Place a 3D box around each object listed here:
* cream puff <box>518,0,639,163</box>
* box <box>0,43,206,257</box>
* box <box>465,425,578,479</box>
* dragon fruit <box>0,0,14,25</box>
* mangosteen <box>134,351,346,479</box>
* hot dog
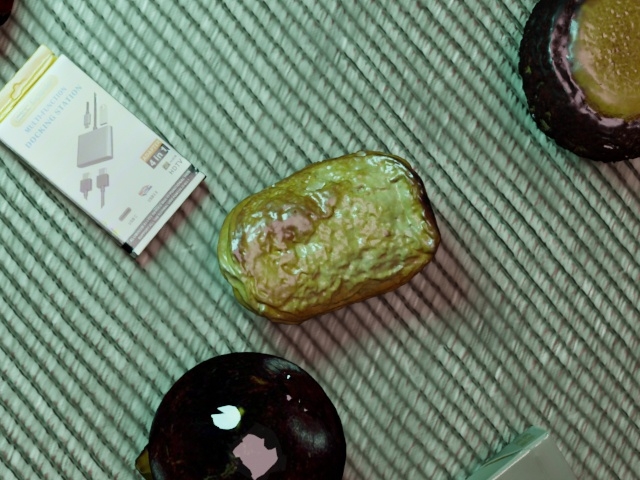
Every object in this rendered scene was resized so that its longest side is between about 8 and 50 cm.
[{"bbox_3d":[0.348,-0.211,1.982,0.239,0.165,0.239,1,85,-14],"label":"cream puff"},{"bbox_3d":[-0.266,-0.104,1.895,0.247,0.033,0.129,40,79,-8],"label":"box"},{"bbox_3d":[0.171,0.408,1.932,0.365,0.051,0.204,-36,106,-13],"label":"box"},{"bbox_3d":[-0.430,-0.300,1.810,0.172,0.166,0.160,6,127,16],"label":"dragon fruit"},{"bbox_3d":[-0.097,0.250,1.830,0.228,0.228,0.265,39,116,-8],"label":"mangosteen"},{"bbox_3d":[0.001,-0.001,1.913,0.259,0.114,0.175,-20,95,-12],"label":"hot dog"}]
